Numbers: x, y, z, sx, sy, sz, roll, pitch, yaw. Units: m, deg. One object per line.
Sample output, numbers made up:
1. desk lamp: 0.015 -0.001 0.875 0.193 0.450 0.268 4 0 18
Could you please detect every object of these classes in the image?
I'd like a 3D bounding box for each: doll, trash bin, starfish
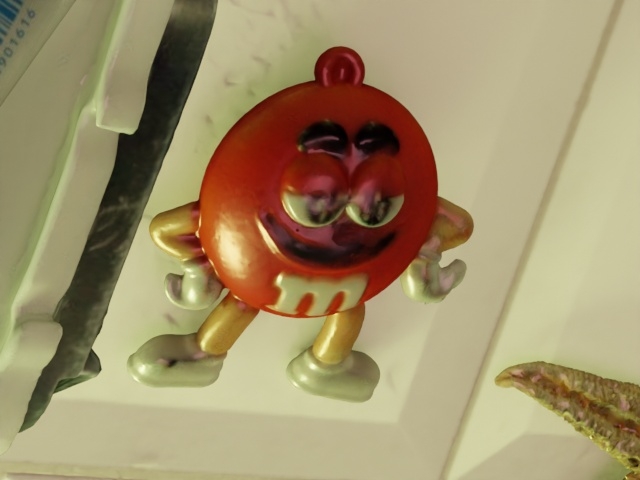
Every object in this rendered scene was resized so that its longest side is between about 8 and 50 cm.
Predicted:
1. doll: 0.000 0.000 0.960 0.183 0.085 0.217 7 122 -25
2. trash bin: -0.245 -0.093 0.669 0.367 0.256 0.296 7 116 -39
3. starfish: 0.218 0.165 1.162 0.295 0.048 0.231 16 109 -28

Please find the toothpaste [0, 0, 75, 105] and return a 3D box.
1. toothpaste: -0.141 -0.062 0.569 0.114 0.073 0.299 35 83 -36
